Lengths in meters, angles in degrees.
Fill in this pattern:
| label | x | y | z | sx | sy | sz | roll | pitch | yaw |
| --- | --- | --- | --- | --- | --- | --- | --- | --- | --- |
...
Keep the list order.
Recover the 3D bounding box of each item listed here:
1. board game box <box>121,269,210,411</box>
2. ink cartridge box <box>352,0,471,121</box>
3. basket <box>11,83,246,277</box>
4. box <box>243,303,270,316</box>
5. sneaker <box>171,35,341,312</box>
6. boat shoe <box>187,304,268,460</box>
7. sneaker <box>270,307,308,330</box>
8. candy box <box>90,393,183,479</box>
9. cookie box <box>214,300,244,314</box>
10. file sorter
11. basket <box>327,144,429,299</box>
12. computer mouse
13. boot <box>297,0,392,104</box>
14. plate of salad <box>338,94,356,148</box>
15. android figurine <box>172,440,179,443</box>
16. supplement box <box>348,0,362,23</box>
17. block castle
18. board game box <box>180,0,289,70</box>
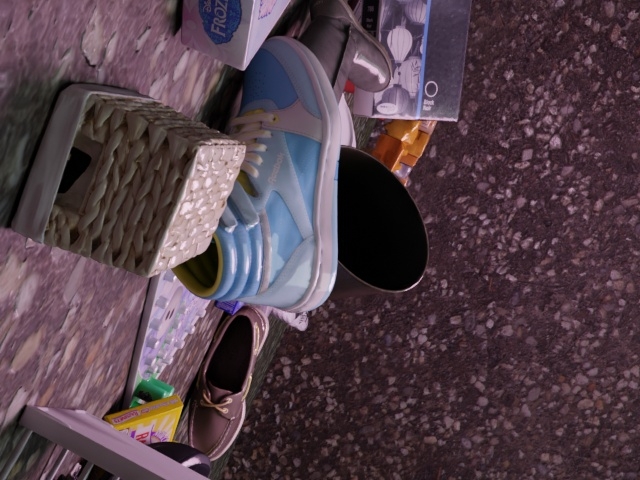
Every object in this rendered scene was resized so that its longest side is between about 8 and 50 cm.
| label | x | y | z | sx | sy | sz | roll | pitch | yaw |
| --- | --- | --- | --- | --- | --- | --- | --- | --- | --- |
| board game box | -0.142 | 0.015 | 1.246 | 0.390 | 0.050 | 0.390 | -61 | 174 | -51 |
| ink cartridge box | 0.144 | -0.347 | 1.327 | 0.065 | 0.166 | 0.332 | 22 | -69 | 60 |
| basket | -0.132 | -0.043 | 0.660 | 0.167 | 0.103 | 0.113 | -37 | 150 | -80 |
| box | -0.113 | 0.068 | 1.813 | 0.067 | 0.063 | 0.324 | -61 | 174 | -37 |
| sneaker | -0.086 | -0.080 | 0.953 | 0.208 | 0.127 | 0.318 | 2 | 79 | -44 |
| boat shoe | -0.193 | 0.284 | 1.753 | 0.097 | 0.117 | 0.324 | 27 | 84 | -81 |
| sneaker | -0.058 | 0.096 | 2.147 | 0.210 | 0.137 | 0.366 | -62 | 172 | -6 |
| candy box | -0.256 | 0.294 | 1.209 | 0.105 | 0.027 | 0.205 | -15 | 141 | -37 |
| cookie box | -0.144 | 0.070 | 1.597 | 0.092 | 0.040 | 0.107 | -46 | 161 | -77 |
| file sorter | -0.181 | 0.302 | 0.866 | 0.173 | 0.278 | 0.193 | -63 | 175 | -10 |
| basket | 0.000 | 0.000 | 1.167 | 0.154 | 0.204 | 0.227 | -46 | -168 | -33 |
| computer mouse | -0.256 | 0.318 | 1.127 | 0.272 | 0.072 | 0.188 | -10 | 134 | -51 |
| boot | 0.025 | -0.216 | 1.163 | 0.076 | 0.189 | 0.208 | -28 | -146 | 28 |
| plate of salad | -0.010 | -0.174 | 1.207 | 0.048 | 0.199 | 0.200 | -18 | -158 | 27 |
| android figurine | -0.329 | 0.495 | 1.649 | 0.273 | 0.056 | 0.248 | -56 | 170 | -76 |
| supplement box | 0.135 | -0.365 | 1.561 | 0.104 | 0.188 | 0.080 | 84 | 32 | -82 |
| block castle | 0.068 | -0.174 | 1.630 | 0.453 | 0.213 | 0.303 | -15 | 129 | -81 |
| board game box | -0.006 | -0.354 | 0.708 | 0.318 | 0.066 | 0.318 | 108 | 7 | -55 |
